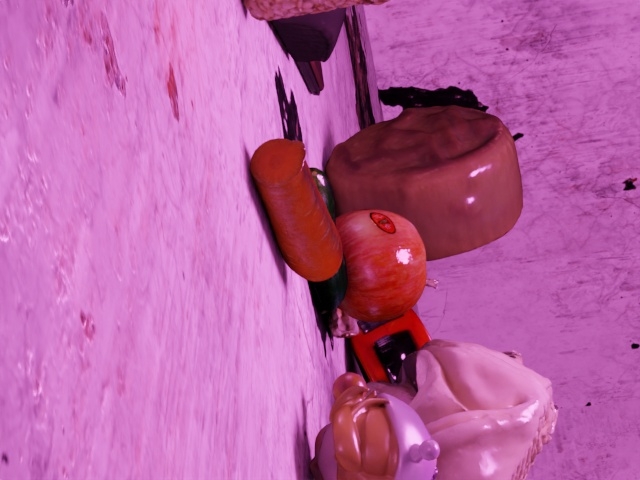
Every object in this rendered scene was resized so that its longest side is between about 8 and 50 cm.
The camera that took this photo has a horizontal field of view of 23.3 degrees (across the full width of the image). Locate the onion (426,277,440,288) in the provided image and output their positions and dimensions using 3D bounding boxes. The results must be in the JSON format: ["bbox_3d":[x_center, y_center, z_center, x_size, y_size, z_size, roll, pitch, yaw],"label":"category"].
[{"bbox_3d":[0.115,0.069,2.394,0.150,0.140,0.150,-4,90,-84],"label":"onion"}]

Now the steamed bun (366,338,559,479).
[{"bbox_3d":[0.137,0.273,1.951,0.394,0.237,0.347,-40,152,-59],"label":"steamed bun"}]

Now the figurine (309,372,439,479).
[{"bbox_3d":[0.053,0.260,1.660,0.274,0.133,0.194,92,-1,-49],"label":"figurine"}]

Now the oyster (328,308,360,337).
[{"bbox_3d":[0.027,0.105,2.042,0.051,0.034,0.093,66,16,7],"label":"oyster"}]

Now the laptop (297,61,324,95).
[{"bbox_3d":[-0.025,-0.299,2.148,0.207,0.026,0.154,59,22,-78],"label":"laptop"}]

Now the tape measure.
[{"bbox_3d":[0.136,0.217,2.228,0.253,0.114,0.260,114,-48,-85],"label":"tape measure"}]

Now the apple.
[{"bbox_3d":[0.069,0.032,1.979,0.146,0.130,0.146,47,-34,48],"label":"apple"}]

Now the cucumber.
[{"bbox_3d":[0.000,0.000,1.829,0.284,0.056,0.056,81,4,-56],"label":"cucumber"}]

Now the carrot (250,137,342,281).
[{"bbox_3d":[-0.022,-0.025,1.595,0.225,0.067,0.067,70,13,-58],"label":"carrot"}]

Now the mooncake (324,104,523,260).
[{"bbox_3d":[0.150,-0.089,2.276,0.284,0.284,0.156,-86,164,-64],"label":"mooncake"}]

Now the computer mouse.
[{"bbox_3d":[-0.016,-0.327,1.907,0.269,0.100,0.170,45,39,-80],"label":"computer mouse"}]

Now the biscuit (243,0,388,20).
[{"bbox_3d":[-0.003,-0.274,1.635,0.082,0.168,0.070,-66,148,-57],"label":"biscuit"}]
